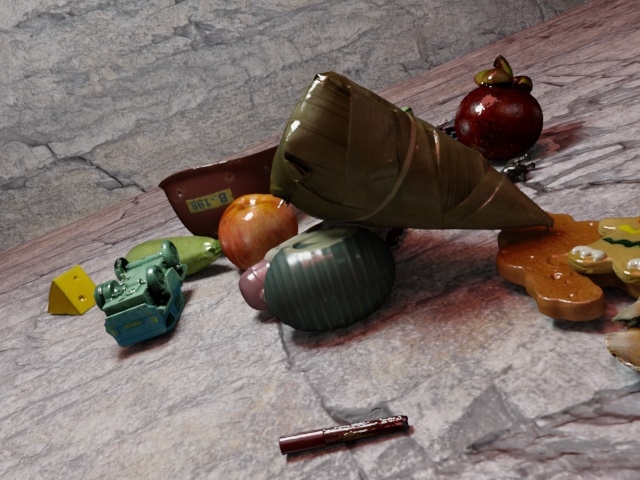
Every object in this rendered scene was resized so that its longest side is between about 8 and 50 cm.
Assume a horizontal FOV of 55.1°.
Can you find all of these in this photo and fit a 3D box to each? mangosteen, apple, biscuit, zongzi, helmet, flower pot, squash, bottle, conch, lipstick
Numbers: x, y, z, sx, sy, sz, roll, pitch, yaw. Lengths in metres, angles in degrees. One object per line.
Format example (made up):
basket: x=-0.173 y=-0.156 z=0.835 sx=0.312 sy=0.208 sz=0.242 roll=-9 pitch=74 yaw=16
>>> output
mangosteen: x=0.444 y=-0.330 z=1.534 sx=0.215 sy=0.258 sz=0.215 roll=-2 pitch=1 yaw=0
apple: x=-0.153 y=-0.028 z=1.524 sx=0.209 sy=0.164 sz=0.209 roll=-18 pitch=22 yaw=8
biscuit: x=0.471 y=-0.008 z=0.887 sx=0.240 sy=0.035 sz=0.158 roll=-30 pitch=28 yaw=-32
zongzi: x=0.127 y=-0.086 z=1.199 sx=0.218 sy=0.466 sz=0.500 roll=-62 pitch=7 yaw=-8
helmet: x=-0.241 y=-0.109 z=1.725 sx=0.384 sy=0.230 sz=0.337 roll=-14 pitch=3 yaw=11
flower pot: x=0.016 y=0.065 z=1.111 sx=0.243 sy=0.157 sz=0.189 roll=-17 pitch=17 yaw=-6
biscuit: x=0.387 y=0.030 z=0.962 sx=0.202 sy=0.047 sz=0.334 roll=-18 pitch=22 yaw=-2
squash: x=-0.387 y=0.044 z=1.658 sx=0.370 sy=0.118 sz=0.118 roll=-11 pitch=23 yaw=32
bottle: x=-0.048 y=0.055 z=1.267 sx=0.253 sy=0.120 sz=0.120 roll=-31 pitch=21 yaw=-19
conch: x=0.398 y=0.091 z=0.678 sx=0.155 sy=0.130 sz=0.207 roll=-18 pitch=1 yaw=-28
lipstick: x=0.030 y=0.252 z=0.804 sx=0.176 sy=0.027 sz=0.027 roll=-16 pitch=21 yaw=14

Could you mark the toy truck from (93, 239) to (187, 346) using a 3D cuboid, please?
toy truck: x=-0.403 y=0.119 z=1.418 sx=0.155 sy=0.156 sz=0.279 roll=-20 pitch=19 yaw=7

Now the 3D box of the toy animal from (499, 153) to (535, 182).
toy animal: x=0.433 y=-0.152 z=1.397 sx=0.065 sy=0.047 sz=0.135 roll=-9 pitch=24 yaw=46

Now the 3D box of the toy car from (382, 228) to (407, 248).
toy car: x=0.165 y=-0.011 z=1.343 sx=0.041 sy=0.025 sz=0.093 roll=-8 pitch=27 yaw=31

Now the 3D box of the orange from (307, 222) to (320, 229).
orange: x=0.000 y=0.000 z=1.416 sx=0.083 sy=0.084 sz=0.083 roll=-20 pitch=20 yaw=7

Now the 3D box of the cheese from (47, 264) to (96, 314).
cheese: x=-0.728 y=0.167 z=1.784 sx=0.171 sy=0.126 sz=0.093 roll=-33 pitch=7 yaw=43

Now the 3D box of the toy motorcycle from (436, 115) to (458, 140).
toy motorcycle: x=0.416 y=-0.315 z=1.797 sx=0.213 sy=0.082 sz=0.122 roll=-1 pitch=26 yaw=22

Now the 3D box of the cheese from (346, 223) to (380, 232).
cheese: x=0.081 y=-0.096 z=1.430 sx=0.154 sy=0.198 sz=0.189 roll=-49 pitch=29 yaw=13

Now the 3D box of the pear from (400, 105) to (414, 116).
pear: x=0.140 y=-0.247 z=1.759 sx=0.281 sy=0.176 sz=0.286 roll=-11 pitch=18 yaw=27
